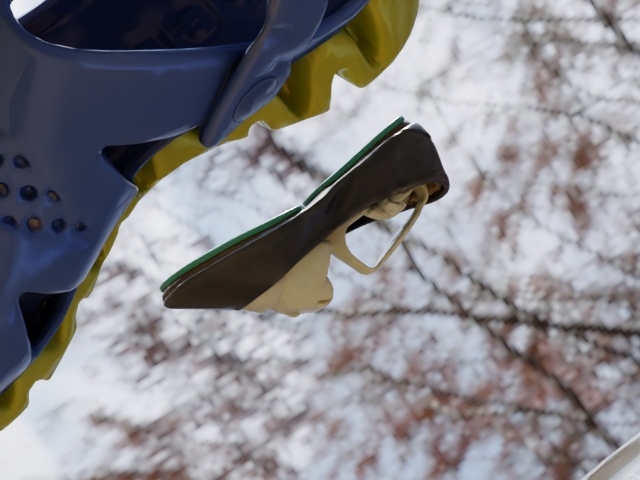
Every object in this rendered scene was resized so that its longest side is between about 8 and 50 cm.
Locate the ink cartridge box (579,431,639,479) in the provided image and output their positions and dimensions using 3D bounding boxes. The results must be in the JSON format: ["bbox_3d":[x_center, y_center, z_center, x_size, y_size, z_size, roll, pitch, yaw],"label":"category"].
[{"bbox_3d":[0.131,0.172,0.723,0.088,0.193,0.235,55,-7,-12],"label":"ink cartridge box"}]

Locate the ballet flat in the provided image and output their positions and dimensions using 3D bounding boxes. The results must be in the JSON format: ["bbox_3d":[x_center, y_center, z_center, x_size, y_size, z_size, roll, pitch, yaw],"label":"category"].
[{"bbox_3d":[0.000,0.000,1.110,0.074,0.203,0.074,40,-29,28],"label":"ballet flat"}]

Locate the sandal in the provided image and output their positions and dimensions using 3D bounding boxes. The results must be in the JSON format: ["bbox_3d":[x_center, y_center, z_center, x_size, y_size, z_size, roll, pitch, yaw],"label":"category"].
[{"bbox_3d":[-0.096,-0.045,0.618,0.126,0.317,0.138,41,-14,13],"label":"sandal"}]
